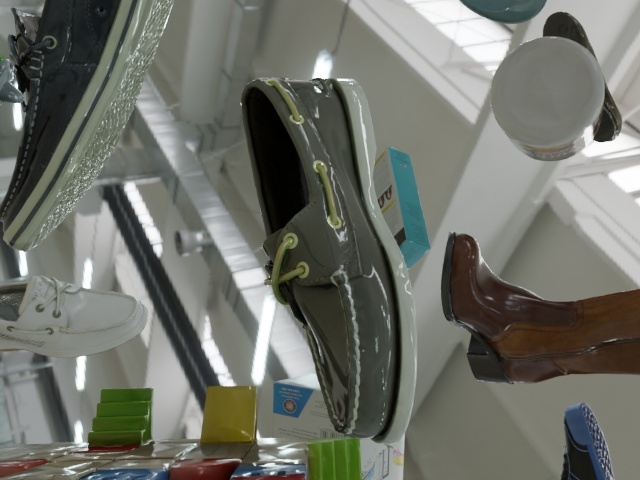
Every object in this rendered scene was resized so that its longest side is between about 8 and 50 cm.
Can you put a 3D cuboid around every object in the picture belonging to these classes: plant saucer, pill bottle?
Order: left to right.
[{"bbox_3d":[0.241,-0.391,1.069,0.037,0.194,0.195,-39,-114,64],"label":"plant saucer"},{"bbox_3d":[0.365,-0.212,1.175,0.162,0.278,0.162,0,-91,21],"label":"pill bottle"}]

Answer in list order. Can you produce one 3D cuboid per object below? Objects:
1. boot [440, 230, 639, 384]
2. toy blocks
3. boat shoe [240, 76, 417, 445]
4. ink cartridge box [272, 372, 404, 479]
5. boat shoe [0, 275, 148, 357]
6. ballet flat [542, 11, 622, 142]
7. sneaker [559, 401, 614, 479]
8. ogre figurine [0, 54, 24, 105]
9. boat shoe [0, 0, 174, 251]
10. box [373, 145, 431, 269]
[{"bbox_3d":[0.295,0.080,0.861,0.280,0.096,0.264,-6,-55,27],"label":"boot"},{"bbox_3d":[-0.152,0.211,0.552,0.261,0.381,0.191,92,-3,-80],"label":"toy blocks"},{"bbox_3d":[-0.002,0.002,0.550,0.109,0.091,0.305,125,-38,-52],"label":"boat shoe"},{"bbox_3d":[0.032,0.354,1.249,0.171,0.168,0.233,3,-89,35],"label":"ink cartridge box"},{"bbox_3d":[-0.380,0.095,1.010,0.098,0.276,0.096,-94,-178,-50],"label":"boat shoe"},{"bbox_3d":[0.472,-0.292,1.320,0.084,0.058,0.250,-29,-94,52],"label":"ballet flat"},{"bbox_3d":[0.374,0.349,1.060,0.090,0.081,0.232,-17,-89,28],"label":"sneaker"},{"bbox_3d":[-0.218,-0.109,0.343,0.197,0.118,0.097,9,-100,31],"label":"ogre figurine"},{"bbox_3d":[-0.309,-0.225,0.928,0.187,0.155,0.500,-100,-146,-77],"label":"boat shoe"},{"bbox_3d":[0.142,-0.060,1.434,0.100,0.060,0.244,-48,-144,40],"label":"box"}]
